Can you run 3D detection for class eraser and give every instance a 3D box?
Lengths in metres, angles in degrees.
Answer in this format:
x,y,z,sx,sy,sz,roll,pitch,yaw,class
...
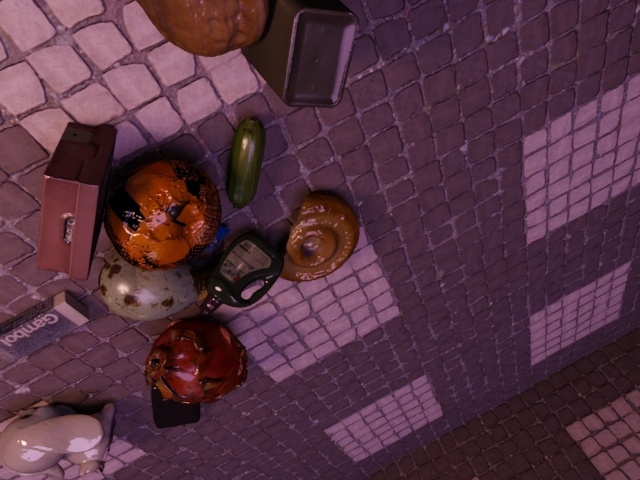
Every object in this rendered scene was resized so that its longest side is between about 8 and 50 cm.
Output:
x,y,z,sx,sy,sz,roll,pitch,yaw,class
-0.662,0.203,1.138,0.213,0.046,0.091,-28,136,-2,eraser

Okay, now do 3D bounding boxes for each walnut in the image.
x,y,z,sx,sy,sz,roll,pitch,yaw,class
-0.205,-0.375,0.742,0.238,0.204,0.141,43,63,-8,walnut

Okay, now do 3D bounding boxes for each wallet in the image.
x,y,z,sx,sy,sz,roll,pitch,yaw,class
-0.450,0.502,1.522,0.149,0.044,0.249,-5,132,-18,wallet

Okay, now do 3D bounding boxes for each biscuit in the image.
x,y,z,sx,sy,sz,roll,pitch,yaw,class
0.000,0.001,1.261,0.214,0.091,0.274,1,126,-25,biscuit

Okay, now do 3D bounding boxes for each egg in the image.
x,y,z,sx,sy,sz,roll,pitch,yaw,class
-0.378,0.097,1.100,0.231,0.169,0.169,9,125,-38,egg

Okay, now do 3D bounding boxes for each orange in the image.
x,y,z,sx,sy,sz,roll,pitch,yaw,class
-0.312,-0.050,0.981,0.235,0.182,0.234,-30,133,-37,orange

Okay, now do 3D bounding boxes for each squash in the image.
x,y,z,sx,sy,sz,roll,pitch,yaw,class
-0.162,-0.158,1.045,0.068,0.077,0.219,-5,133,-28,squash

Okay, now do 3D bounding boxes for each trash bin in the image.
x,y,z,sx,sy,sz,roll,pitch,yaw,class
-0.042,-0.341,0.821,0.122,0.240,0.163,-5,131,-23,trash bin

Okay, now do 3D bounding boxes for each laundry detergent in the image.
x,y,z,sx,sy,sz,roll,pitch,yaw,class
-0.196,0.096,1.173,0.144,0.078,0.221,39,73,-6,laundry detergent

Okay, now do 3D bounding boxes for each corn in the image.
x,y,z,sx,sy,sz,roll,pitch,yaw,class
-0.304,0.116,1.227,0.207,0.067,0.067,-23,136,-6,corn

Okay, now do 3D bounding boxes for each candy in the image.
x,y,z,sx,sy,sz,roll,pitch,yaw,class
-0.284,0.011,1.166,0.088,0.038,0.136,5,135,-47,candy

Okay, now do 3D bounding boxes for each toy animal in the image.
x,y,z,sx,sy,sz,roll,pitch,yaw,class
-0.721,0.566,1.346,0.290,0.174,0.248,1,127,-29,toy animal

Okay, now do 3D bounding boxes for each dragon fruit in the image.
x,y,z,sx,sy,sz,roll,pitch,yaw,class
-0.330,0.319,1.292,0.315,0.250,0.250,0,130,-45,dragon fruit

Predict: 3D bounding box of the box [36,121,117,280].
x,y,z,sx,sy,sz,roll,pitch,yaw,class
-0.440,-0.075,0.882,0.086,0.215,0.215,11,124,-21,box
